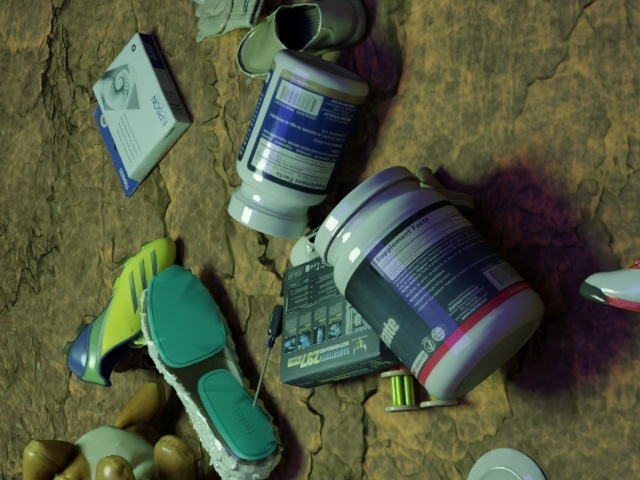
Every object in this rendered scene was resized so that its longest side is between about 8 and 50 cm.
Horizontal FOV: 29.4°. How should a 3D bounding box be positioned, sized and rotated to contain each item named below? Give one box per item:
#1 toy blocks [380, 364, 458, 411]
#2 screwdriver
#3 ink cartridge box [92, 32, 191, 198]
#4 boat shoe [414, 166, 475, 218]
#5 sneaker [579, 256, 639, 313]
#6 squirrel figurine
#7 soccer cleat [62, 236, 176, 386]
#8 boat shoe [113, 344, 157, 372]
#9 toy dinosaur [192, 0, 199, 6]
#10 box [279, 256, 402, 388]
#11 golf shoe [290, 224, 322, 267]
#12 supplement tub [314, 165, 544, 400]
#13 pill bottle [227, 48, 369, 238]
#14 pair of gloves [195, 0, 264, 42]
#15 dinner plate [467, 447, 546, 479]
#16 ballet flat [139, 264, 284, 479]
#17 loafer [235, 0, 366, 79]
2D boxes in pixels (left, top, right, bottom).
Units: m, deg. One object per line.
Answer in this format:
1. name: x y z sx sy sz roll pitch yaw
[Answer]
1. toy blocks: 0.136 0.164 1.724 0.123 0.054 0.148 -15 73 45
2. screwdriver: -0.086 0.183 1.936 0.025 0.024 0.170 9 75 41
3. ink cartridge box: -0.349 -0.230 2.252 0.224 0.045 0.223 -46 57 32
4. boat shoe: 0.144 -0.071 1.738 0.190 0.068 0.072 6 74 43
5. sneaker: 0.437 0.022 1.418 0.270 0.090 0.145 9 91 41
6. squirrel figurine: -0.278 0.499 2.000 0.370 0.281 0.397 31 122 31
7. soccer cleat: -0.323 0.127 2.116 0.121 0.093 0.289 28 74 25
8. boat shoe: -0.312 0.201 2.157 0.178 0.064 0.060 -31 63 36
9. toy dinosaur: -0.219 -0.435 2.165 0.082 0.047 0.090 62 164 14
10. box: 0.033 0.108 1.792 0.232 0.059 0.183 -23 56 47
11. golf shoe: 0.000 0.000 1.855 0.176 0.086 0.069 -27 69 41
12. supplement tub: 0.140 0.055 1.597 0.272 0.191 0.191 48 119 19
13. pill bottle: -0.040 -0.145 1.861 0.153 0.153 0.265 36 110 41
14. pair of gloves: -0.137 -0.454 2.053 0.204 0.042 0.240 -1 73 50
15. dinner plate: 0.245 0.348 1.624 0.141 0.017 0.141 -4 84 45
16. ballet flat: -0.195 0.234 1.998 0.147 0.147 0.409 -48 55 30
17. loafer: -0.049 -0.328 1.932 0.268 0.092 0.102 -17 74 43
